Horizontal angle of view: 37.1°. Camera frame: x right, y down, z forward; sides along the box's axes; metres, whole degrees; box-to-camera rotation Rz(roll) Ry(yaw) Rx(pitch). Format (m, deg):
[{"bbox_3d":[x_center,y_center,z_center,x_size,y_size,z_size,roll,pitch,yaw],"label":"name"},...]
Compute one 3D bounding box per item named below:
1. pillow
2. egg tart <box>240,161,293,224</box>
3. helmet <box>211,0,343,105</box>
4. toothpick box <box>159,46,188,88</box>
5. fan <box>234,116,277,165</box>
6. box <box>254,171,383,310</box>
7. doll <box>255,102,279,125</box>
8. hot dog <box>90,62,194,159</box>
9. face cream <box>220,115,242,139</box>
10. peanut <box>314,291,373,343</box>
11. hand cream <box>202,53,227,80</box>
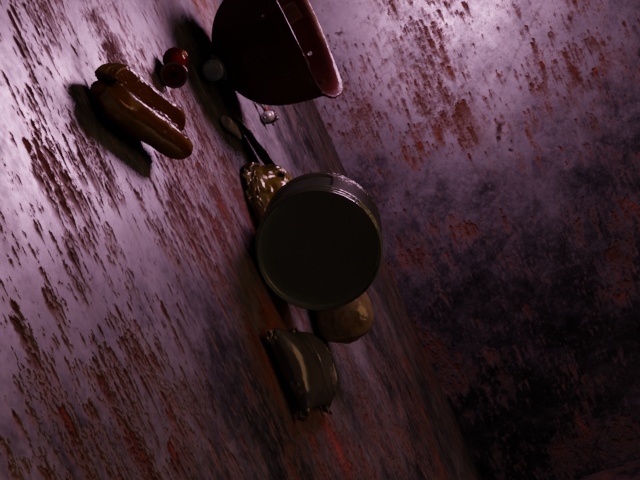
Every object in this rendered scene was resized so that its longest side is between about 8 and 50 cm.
[{"bbox_3d":[-0.019,0.217,1.603,0.255,0.059,0.169,28,42,-78],"label":"pillow"},{"bbox_3d":[-0.059,-0.048,1.926,0.279,0.095,0.279,57,12,-19],"label":"egg tart"},{"bbox_3d":[-0.123,-0.427,2.103,0.337,0.230,0.385,63,17,-20],"label":"helmet"},{"bbox_3d":[-0.244,-0.291,1.604,0.083,0.047,0.047,-99,164,-60],"label":"toothpick box"},{"bbox_3d":[-0.113,-0.170,2.064,0.240,0.009,0.131,56,-7,-17],"label":"fan"},{"bbox_3d":[0.000,0.000,1.723,0.149,0.226,0.226,-81,147,-75],"label":"box"},{"bbox_3d":[-0.139,-0.330,2.399,0.058,0.040,0.085,8,59,-68],"label":"doll"},{"bbox_3d":[-0.234,-0.166,1.286,0.092,0.062,0.236,70,12,22],"label":"hot dog"},{"bbox_3d":[-0.178,-0.230,1.936,0.115,0.020,0.038,21,46,-80],"label":"face cream"},{"bbox_3d":[0.038,0.124,2.007,0.253,0.122,0.137,-110,-178,-48],"label":"peanut"},{"bbox_3d":[-0.215,-0.353,1.961,0.065,0.043,0.170,61,7,-12],"label":"hand cream"}]
